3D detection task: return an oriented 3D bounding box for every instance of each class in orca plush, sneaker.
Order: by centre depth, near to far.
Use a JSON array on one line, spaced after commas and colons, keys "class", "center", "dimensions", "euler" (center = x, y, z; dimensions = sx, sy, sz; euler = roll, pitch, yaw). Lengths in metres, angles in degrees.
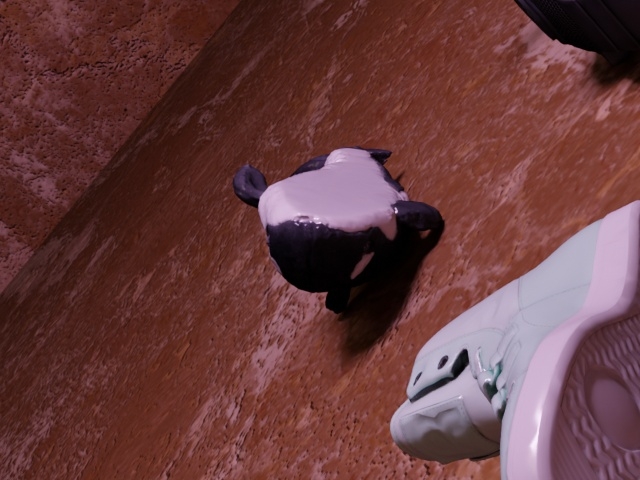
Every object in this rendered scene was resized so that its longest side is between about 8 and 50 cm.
[{"class": "sneaker", "center": [0.093, 0.088, 0.801], "dimensions": [0.151, 0.094, 0.256], "euler": [-36, 9, 28]}, {"class": "orca plush", "center": [0.000, 0.000, 1.333], "dimensions": [0.287, 0.151, 0.102], "euler": [-118, 37, -72]}]

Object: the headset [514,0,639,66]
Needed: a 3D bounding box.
[{"class": "headset", "center": [0.187, -0.248, 1.198], "dimensions": [0.243, 0.185, 0.394], "euler": [-55, 25, -18]}]
